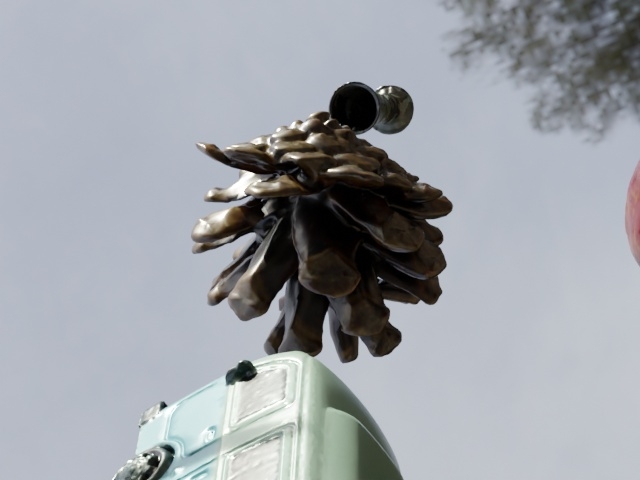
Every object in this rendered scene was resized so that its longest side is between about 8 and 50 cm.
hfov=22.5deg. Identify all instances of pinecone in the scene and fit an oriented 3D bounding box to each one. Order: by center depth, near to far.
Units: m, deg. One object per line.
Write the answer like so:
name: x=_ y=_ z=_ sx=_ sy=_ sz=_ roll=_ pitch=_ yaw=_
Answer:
pinecone: x=-0.001 y=0.003 z=1.326 sx=0.229 sy=0.201 sz=0.202 roll=9 pitch=-154 yaw=-21

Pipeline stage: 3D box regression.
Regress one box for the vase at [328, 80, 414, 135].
vase: x=0.058 y=-0.145 z=1.774 sx=0.167 sy=0.059 sz=0.059 roll=-14 pitch=-95 yaw=-73

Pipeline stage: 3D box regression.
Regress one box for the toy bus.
toy bus: x=-0.031 y=0.177 z=0.928 sx=0.133 sy=0.165 sz=0.271 roll=52 pitch=-164 yaw=-20

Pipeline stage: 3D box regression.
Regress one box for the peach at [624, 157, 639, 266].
peach: x=0.353 y=-0.029 z=1.239 sx=0.243 sy=0.243 sz=0.199 roll=2 pitch=-94 yaw=-50
